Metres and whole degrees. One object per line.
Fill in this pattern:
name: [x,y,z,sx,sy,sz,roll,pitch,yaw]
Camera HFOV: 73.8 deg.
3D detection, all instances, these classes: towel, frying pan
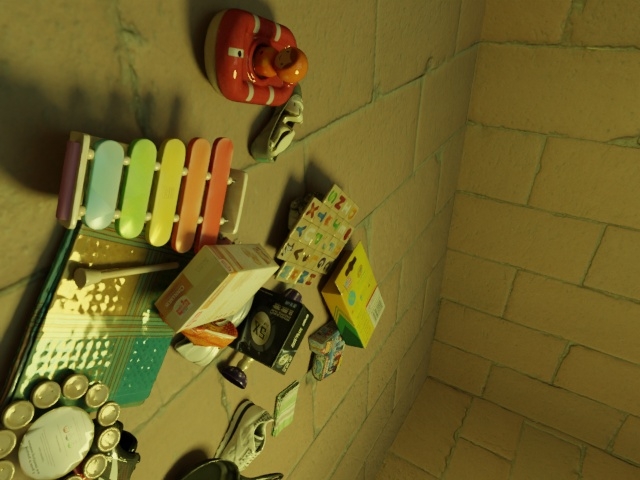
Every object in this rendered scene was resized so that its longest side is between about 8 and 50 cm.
towel: [-0.107,0.536,1.357,0.113,0.023,0.152,-17,121,-56]
towel: [-0.326,0.100,0.702,0.271,0.040,0.370,30,77,-63]
frying pan: [-0.233,0.583,1.043,0.326,0.053,0.197,-15,119,-38]

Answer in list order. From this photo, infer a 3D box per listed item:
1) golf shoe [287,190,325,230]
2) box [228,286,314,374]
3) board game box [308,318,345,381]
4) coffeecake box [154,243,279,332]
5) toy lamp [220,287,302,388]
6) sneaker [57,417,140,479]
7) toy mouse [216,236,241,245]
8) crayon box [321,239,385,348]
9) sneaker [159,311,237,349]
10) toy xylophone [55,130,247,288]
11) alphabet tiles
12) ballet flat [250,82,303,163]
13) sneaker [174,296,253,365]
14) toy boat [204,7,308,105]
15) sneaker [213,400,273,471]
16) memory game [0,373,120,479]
golf shoe: [-0.030,-0.077,1.124,0.176,0.069,0.086,-23,145,-52]
box: [-0.131,0.188,0.948,0.147,0.180,0.077,-61,151,-19]
board game box: [0.019,0.366,1.449,0.194,0.060,0.194,-1,107,-60]
coffeecake box: [-0.177,0.078,0.765,0.142,0.068,0.185,-46,167,14]
toy lamp: [-0.136,0.237,1.075,0.275,0.080,0.080,-56,148,-30]
sneaker: [-0.370,0.411,0.732,0.135,0.097,0.276,-32,131,-47]
toy mouse: [-0.198,0.042,0.880,0.143,0.031,0.161,-43,152,-49]
crayon box: [0.110,0.178,1.419,0.202,0.081,0.319,-55,135,-39]
sneaker: [-0.231,0.169,0.795,0.067,0.064,0.175,-41,134,10]
toy xylophone: [-0.246,-0.047,0.646,0.322,0.081,0.236,-15,117,-59]
alphabet tiles: [0.000,0.000,1.168,0.285,0.011,0.342,-58,156,1]
ballet flat: [-0.074,-0.252,0.919,0.213,0.068,0.072,-63,151,-18]
sneaker: [-0.220,0.153,0.890,0.212,0.080,0.094,-60,138,-19]
toy boat: [-0.091,-0.318,0.761,0.231,0.151,0.151,-20,123,-56]
sneaker: [-0.205,0.547,1.114,0.090,0.094,0.235,25,86,-64]
memory game: [-0.373,0.286,0.606,0.186,0.012,0.186,1,89,-54]
